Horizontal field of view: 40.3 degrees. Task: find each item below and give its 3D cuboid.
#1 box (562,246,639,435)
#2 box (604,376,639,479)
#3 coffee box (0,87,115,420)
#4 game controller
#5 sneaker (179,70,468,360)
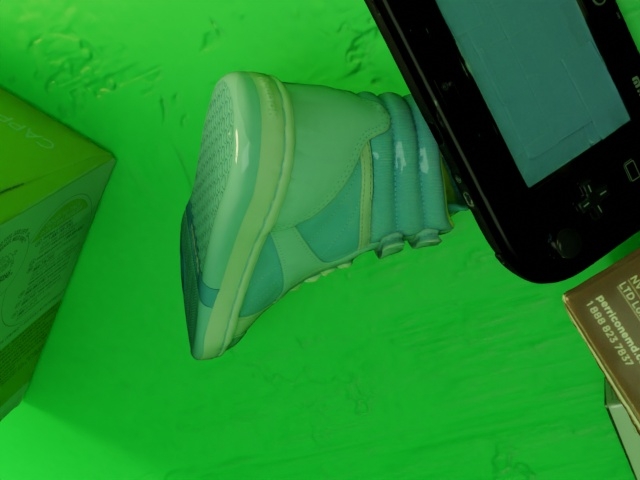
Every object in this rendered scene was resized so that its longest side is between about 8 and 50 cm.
[{"bbox_3d":[0.351,-0.016,0.512,0.381,0.191,0.143,-34,78,23],"label":"box"},{"bbox_3d":[0.395,0.227,0.702,0.232,0.058,0.322,-19,104,24],"label":"box"},{"bbox_3d":[-0.434,0.025,0.720,0.337,0.338,0.334,30,117,3],"label":"coffee box"},{"bbox_3d":[0.132,-0.134,0.592,0.166,0.067,0.319,-31,101,-9],"label":"game controller"},{"bbox_3d":[0.000,0.000,0.697,0.208,0.127,0.319,-2,150,-19],"label":"sneaker"}]
